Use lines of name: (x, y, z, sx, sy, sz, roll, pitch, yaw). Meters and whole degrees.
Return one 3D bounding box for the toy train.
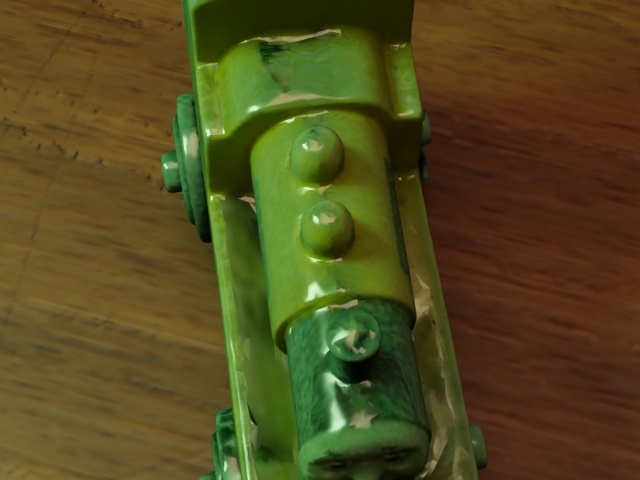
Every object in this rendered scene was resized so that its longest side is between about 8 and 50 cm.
toy train: (0.000, 0.000, 0.897, 0.150, 0.237, 0.369, -7, 60, -4)
